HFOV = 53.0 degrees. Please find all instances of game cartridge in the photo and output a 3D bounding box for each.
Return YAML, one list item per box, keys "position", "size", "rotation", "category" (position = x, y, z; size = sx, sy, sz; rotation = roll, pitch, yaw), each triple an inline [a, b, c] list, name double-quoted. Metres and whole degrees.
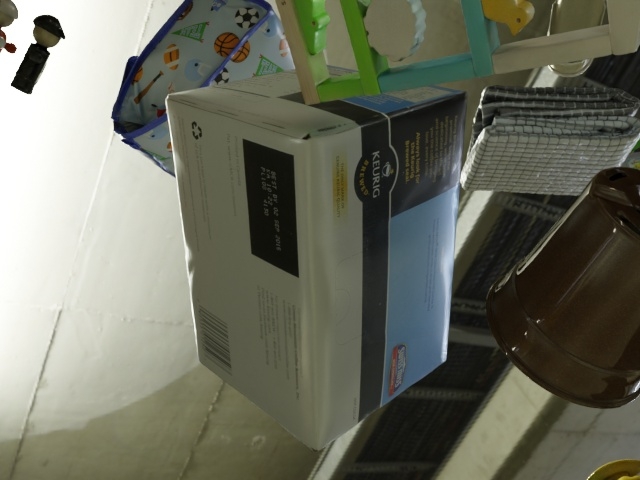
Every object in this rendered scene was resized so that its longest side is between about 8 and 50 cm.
- position: [0.698, -0.172, 1.407]
  size: [0.083, 0.017, 0.056]
  rotation: [-8, -39, 36]
  category: "game cartridge"

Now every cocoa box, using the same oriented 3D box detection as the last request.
- position: [0.000, 0.000, 0.725]
  size: [0.228, 0.231, 0.347]
  rotation: [-24, -56, -38]
  category: "cocoa box"

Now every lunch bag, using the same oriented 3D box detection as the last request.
- position: [-0.232, -0.309, 1.386]
  size: [0.385, 0.239, 0.328]
  rotation: [-52, -28, -1]
  category: "lunch bag"

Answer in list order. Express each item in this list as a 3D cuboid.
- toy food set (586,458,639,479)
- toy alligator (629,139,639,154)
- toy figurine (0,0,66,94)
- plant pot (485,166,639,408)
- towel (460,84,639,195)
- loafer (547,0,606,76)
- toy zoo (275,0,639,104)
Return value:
- position: [0.315, 0.341, 0.672]
  size: [0.071, 0.128, 0.218]
  rotation: [25, -94, -59]
  category: "toy food set"
- position: [0.717, -0.185, 1.576]
  size: [0.051, 0.056, 0.189]
  rotation: [29, -50, 7]
  category: "toy alligator"
- position: [-0.585, -0.372, 1.115]
  size: [0.148, 0.213, 0.209]
  rotation: [-62, -25, 3]
  category: "toy figurine"
- position: [0.261, 0.036, 0.576]
  size: [0.167, 0.167, 0.165]
  rotation: [-1, -44, -22]
  category: "plant pot"
- position: [0.414, -0.181, 1.196]
  size: [0.284, 0.121, 0.235]
  rotation: [2, -21, 4]
  category: "towel"
- position: [0.491, -0.446, 1.227]
  size: [0.092, 0.102, 0.268]
  rotation: [29, -107, -64]
  category: "loafer"
- position: [0.090, -0.203, 0.421]
  size: [0.030, 0.293, 0.192]
  rotation: [-45, -56, -48]
  category: "toy zoo"
